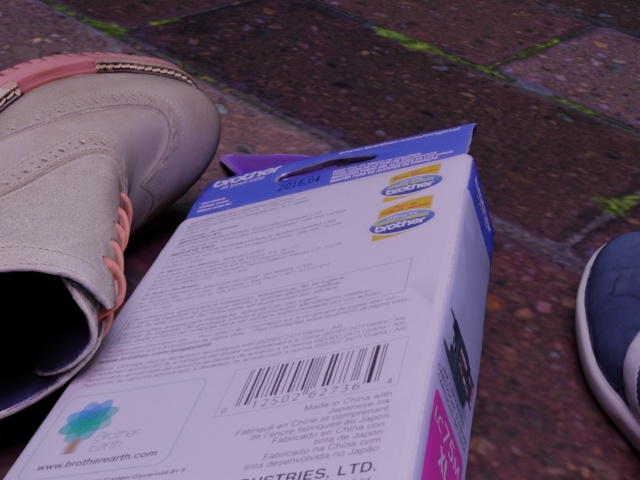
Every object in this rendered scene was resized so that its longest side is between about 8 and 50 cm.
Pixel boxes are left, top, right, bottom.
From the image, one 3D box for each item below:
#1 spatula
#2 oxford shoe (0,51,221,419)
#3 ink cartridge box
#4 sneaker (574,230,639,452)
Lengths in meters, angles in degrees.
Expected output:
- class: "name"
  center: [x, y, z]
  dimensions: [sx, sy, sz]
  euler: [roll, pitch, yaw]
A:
- class: "spatula"
  center: [0.000, 0.000, 0.630]
  dimensions: [0.084, 0.030, 0.296]
  euler: [-3, 33, -17]
- class: "oxford shoe"
  center: [-0.148, 0.012, 0.486]
  dimensions: [0.147, 0.140, 0.397]
  euler: [24, 36, 18]
- class: "ink cartridge box"
  center: [-0.015, 0.045, 0.466]
  dimensions: [0.186, 0.065, 0.311]
  euler: [-12, 29, 21]
- class: "sneaker"
  center: [0.222, 0.067, 0.462]
  dimensions: [0.131, 0.148, 0.350]
  euler: [4, 32, -6]
